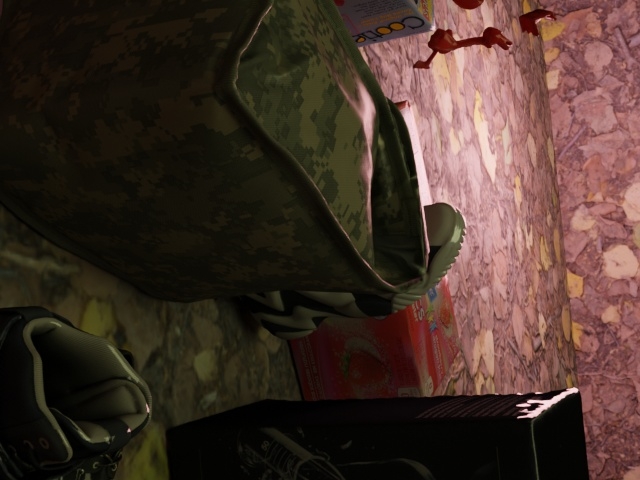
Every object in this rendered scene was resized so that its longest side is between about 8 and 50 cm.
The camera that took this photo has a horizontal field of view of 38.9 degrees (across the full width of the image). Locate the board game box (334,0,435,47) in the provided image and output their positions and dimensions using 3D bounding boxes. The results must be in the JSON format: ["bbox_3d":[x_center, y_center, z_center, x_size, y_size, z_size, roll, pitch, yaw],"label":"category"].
[{"bbox_3d":[0.012,-0.332,1.002,0.275,0.144,0.142,21,65,-62],"label":"board game box"}]

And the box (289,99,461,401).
[{"bbox_3d":[0.042,0.016,0.977,0.154,0.142,0.300,-39,119,-60],"label":"box"}]

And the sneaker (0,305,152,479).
[{"bbox_3d":[-0.170,0.145,0.499,0.086,0.163,0.226,-17,101,-65],"label":"sneaker"}]

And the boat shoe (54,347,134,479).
[{"bbox_3d":[-0.162,0.144,0.649,0.049,0.040,0.142,34,54,-57],"label":"boat shoe"}]

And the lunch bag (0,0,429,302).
[{"bbox_3d":[-0.072,-0.055,0.659,0.287,0.235,0.169,53,40,-46],"label":"lunch bag"}]

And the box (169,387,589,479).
[{"bbox_3d":[0.062,0.308,0.756,0.179,0.312,0.343,1,82,-63],"label":"box"}]

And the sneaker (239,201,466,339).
[{"bbox_3d":[0.000,0.000,0.816,0.153,0.235,0.094,40,45,-37],"label":"sneaker"}]

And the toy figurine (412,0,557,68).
[{"bbox_3d":[0.097,-0.371,0.928,0.363,0.191,0.217,64,1,-19],"label":"toy figurine"}]
